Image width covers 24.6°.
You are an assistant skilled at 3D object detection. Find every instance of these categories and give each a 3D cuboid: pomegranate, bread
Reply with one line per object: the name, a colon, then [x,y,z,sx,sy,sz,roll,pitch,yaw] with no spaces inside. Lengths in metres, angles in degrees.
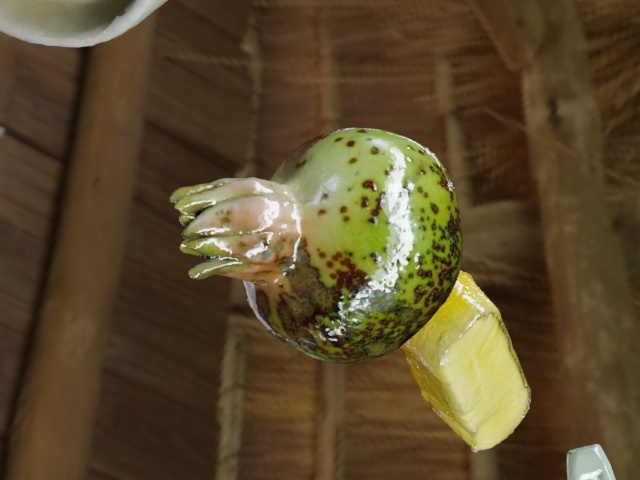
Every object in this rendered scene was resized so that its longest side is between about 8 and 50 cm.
pomegranate: [-0.008,-0.004,1.362,0.204,0.276,0.222,-120,-138,-78]
bread: [0.147,0.121,1.501,0.102,0.245,0.094,-40,-126,-8]

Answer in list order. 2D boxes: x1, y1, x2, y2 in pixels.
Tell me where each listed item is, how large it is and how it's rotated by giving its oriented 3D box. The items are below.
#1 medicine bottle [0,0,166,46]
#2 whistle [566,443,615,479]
medicine bottle: [-0.061,-0.308,0.838,0.235,0.236,0.406,-28,-165,50]
whistle: [0.298,0.331,1.502,0.092,0.110,0.244,-6,83,-85]
